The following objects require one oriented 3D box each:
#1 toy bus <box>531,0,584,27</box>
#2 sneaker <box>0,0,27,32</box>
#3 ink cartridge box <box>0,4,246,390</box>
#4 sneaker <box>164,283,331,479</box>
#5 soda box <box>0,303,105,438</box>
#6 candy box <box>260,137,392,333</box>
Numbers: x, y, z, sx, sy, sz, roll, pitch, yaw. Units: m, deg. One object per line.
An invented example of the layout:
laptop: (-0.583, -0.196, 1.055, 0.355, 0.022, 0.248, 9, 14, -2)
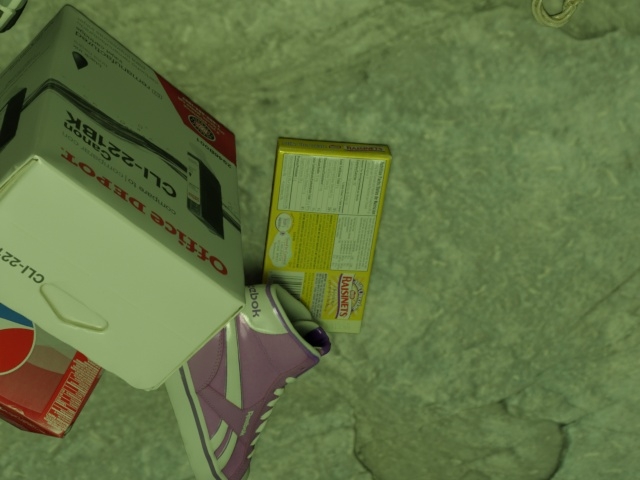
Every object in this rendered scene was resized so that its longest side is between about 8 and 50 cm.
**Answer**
toy bus: (0.261, -0.259, 0.980, 0.191, 0.104, 0.202, -13, 123, 4)
sneaker: (-0.183, -0.242, 0.966, 0.132, 0.086, 0.228, 2, 143, -33)
ink cartridge box: (-0.170, -0.041, 0.981, 0.197, 0.273, 0.114, 38, 113, -26)
sneaker: (-0.062, 0.151, 1.205, 0.161, 0.102, 0.282, -13, 138, -4)
soda box: (-0.289, 0.049, 0.911, 0.263, 0.083, 0.092, 38, 157, -28)
candy box: (0.000, 0.000, 1.171, 0.105, 0.027, 0.205, 3, 123, -10)
